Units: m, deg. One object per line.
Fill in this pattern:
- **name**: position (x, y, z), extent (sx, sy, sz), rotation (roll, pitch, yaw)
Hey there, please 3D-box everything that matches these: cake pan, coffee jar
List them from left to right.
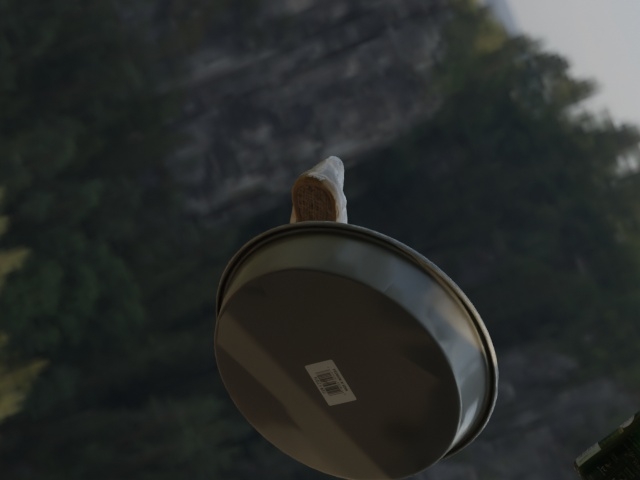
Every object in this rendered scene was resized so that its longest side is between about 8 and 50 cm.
- **cake pan**: position (0.022, 0.118, 1.533), extent (0.054, 0.293, 0.293), rotation (-54, 127, -48)
- **coffee jar**: position (0.407, 0.249, 1.966), extent (0.096, 0.184, 0.079), rotation (48, 9, 5)

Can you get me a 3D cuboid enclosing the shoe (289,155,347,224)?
- **shoe**: position (0.000, 0.000, 1.787), extent (0.058, 0.076, 0.219), rotation (-67, 168, -46)
